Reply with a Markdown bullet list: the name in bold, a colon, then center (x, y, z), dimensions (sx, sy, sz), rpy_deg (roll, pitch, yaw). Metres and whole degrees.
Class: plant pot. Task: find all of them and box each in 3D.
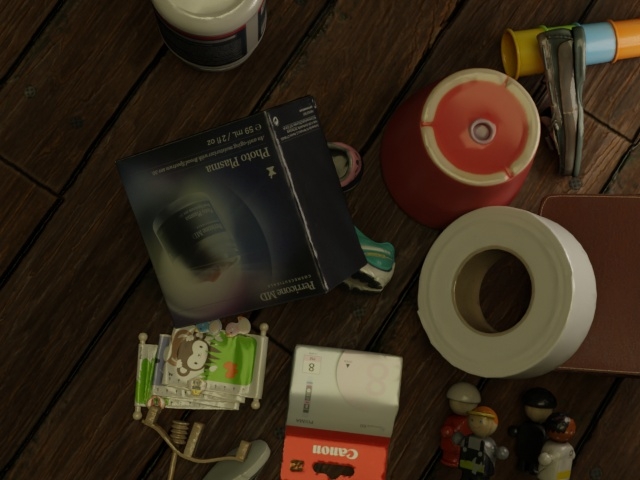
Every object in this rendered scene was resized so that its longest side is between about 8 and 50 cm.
- **plant pot**: center (0.247, -0.164, 1.808), dimensions (0.275, 0.243, 0.275), rpy_deg (0, 83, -4)

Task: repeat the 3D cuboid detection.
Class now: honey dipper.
- **honey dipper**: center (-0.253, 0.386, 1.818), dimensions (0.030, 0.030, 0.160), rpy_deg (12, 86, -2)

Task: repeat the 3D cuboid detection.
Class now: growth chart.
- **growth chart**: center (-0.205, 0.217, 1.845), dimensions (0.237, 0.021, 0.172), rpy_deg (-2, 82, -4)

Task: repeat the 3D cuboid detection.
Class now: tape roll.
- **tape roll**: center (0.304, 0.088, 1.776), dimensions (0.286, 0.100, 0.286), rpy_deg (-6, 80, 35)

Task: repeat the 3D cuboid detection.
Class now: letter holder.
- **letter holder**: center (0.475, 0.080, 1.837), dimensions (0.214, 0.152, 0.302), rpy_deg (1, 82, 18)

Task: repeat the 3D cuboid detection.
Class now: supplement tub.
- **supplement tub**: center (-0.185, -0.399, 1.797), dimensions (0.191, 0.272, 0.191), rpy_deg (0, 82, -3)

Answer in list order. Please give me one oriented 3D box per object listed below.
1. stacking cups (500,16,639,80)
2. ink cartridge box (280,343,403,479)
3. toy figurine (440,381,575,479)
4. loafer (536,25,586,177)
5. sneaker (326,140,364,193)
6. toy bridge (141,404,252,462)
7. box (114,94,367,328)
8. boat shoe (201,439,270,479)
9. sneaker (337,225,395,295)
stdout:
- **stacking cups**: center (0.488, -0.360, 1.923), dimensions (0.316, 0.096, 0.096), rpy_deg (-11, 84, -5)
- **ink cartridge box**: center (0.035, 0.302, 1.832), dimensions (0.189, 0.066, 0.232), rpy_deg (7, 78, -3)
- **toy figurine**: center (0.310, 0.321, 1.766), dimensions (0.213, 0.209, 0.148), rpy_deg (8, 93, -4)
- **loafer**: center (0.418, -0.241, 1.879), dimensions (0.084, 0.096, 0.267), rpy_deg (0, 111, 7)
- **sneaker**: center (-0.084, -0.129, 1.839), dimensions (0.319, 0.131, 0.112), rpy_deg (-6, 85, -2)
- **toy bridge**: center (-0.212, 0.334, 1.789), dimensions (0.188, 0.026, 0.063), rpy_deg (19, 88, 9)
- **box**: center (-0.123, -0.043, 1.714), dimensions (0.296, 0.183, 0.294), rpy_deg (-15, 99, 28)
- **boat shoe**: center (-0.162, 0.429, 1.800), dimensions (0.219, 0.078, 0.070), rpy_deg (-42, 120, -15)
- **sneaker**: center (0.000, 0.000, 1.860), dimensions (0.275, 0.107, 0.110), rpy_deg (26, 57, 1)
